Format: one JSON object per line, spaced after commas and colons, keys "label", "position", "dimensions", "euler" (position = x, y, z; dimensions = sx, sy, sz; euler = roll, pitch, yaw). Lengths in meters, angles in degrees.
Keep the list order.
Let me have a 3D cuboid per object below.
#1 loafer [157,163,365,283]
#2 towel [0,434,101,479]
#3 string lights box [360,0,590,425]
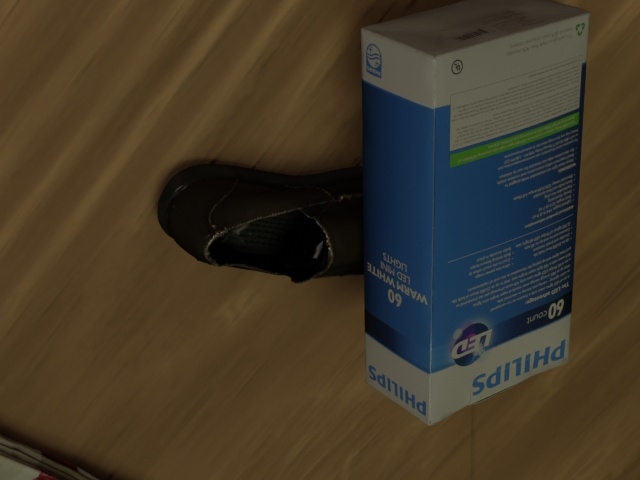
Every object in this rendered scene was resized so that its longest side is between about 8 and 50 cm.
{"label": "loafer", "position": [0.000, 0.000, 0.945], "dimensions": [0.220, 0.078, 0.080], "euler": [0, 126, -22]}
{"label": "towel", "position": [-0.290, 0.233, 1.048], "dimensions": [0.237, 0.037, 0.329], "euler": [-43, 128, 17]}
{"label": "string lights box", "position": [0.101, -0.021, 0.912], "dimensions": [0.133, 0.077, 0.259], "euler": [-19, 122, -32]}
